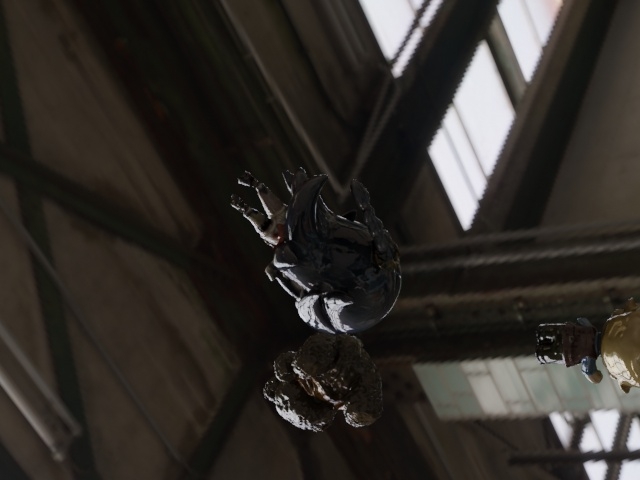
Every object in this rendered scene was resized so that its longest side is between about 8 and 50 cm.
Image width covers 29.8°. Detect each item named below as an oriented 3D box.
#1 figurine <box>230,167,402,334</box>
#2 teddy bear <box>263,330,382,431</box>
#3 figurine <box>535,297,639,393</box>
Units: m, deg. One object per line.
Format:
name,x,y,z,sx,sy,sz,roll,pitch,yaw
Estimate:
figurine,0.004,0.015,1.652,0.197,0.265,0.175,24,-108,38
teddy bear,0.002,0.224,1.870,0.190,0.177,0.140,-43,-163,35
figurine,0.400,0.150,1.680,0.196,0.108,0.114,-8,-122,34
